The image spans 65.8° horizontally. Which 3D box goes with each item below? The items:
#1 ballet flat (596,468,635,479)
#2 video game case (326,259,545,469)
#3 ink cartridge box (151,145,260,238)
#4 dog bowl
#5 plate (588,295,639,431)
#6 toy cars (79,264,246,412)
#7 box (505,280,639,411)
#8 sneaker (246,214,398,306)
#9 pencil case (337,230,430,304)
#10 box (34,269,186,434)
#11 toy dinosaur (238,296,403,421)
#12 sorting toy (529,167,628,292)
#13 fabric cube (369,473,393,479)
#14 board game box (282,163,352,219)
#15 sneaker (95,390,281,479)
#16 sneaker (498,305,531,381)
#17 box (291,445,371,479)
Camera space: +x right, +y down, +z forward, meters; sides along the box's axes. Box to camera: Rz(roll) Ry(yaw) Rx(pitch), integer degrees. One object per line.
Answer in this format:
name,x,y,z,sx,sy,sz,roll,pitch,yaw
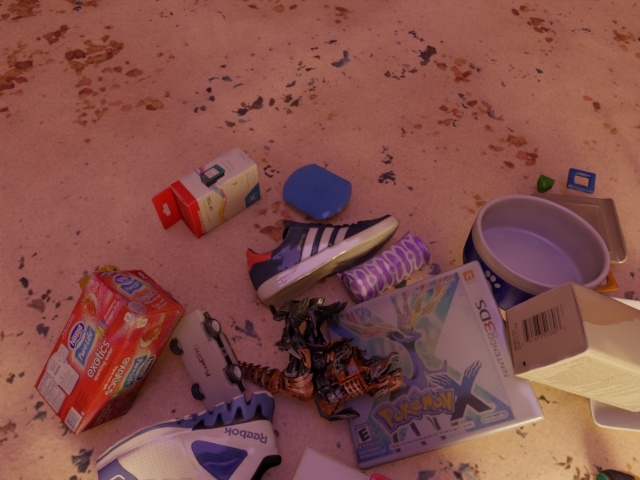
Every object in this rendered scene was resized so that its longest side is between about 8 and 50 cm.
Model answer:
ballet flat,0.528,0.489,0.821,0.074,0.074,0.203,0,55,-2
video game case,0.189,0.225,0.917,0.328,0.036,0.300,-23,57,15
ink cartridge box,-0.253,-0.098,1.129,0.231,0.134,0.078,-36,66,-21
dog bowl,0.433,0.030,1.012,0.264,0.104,0.265,4,45,-4
plate,0.655,0.251,0.989,0.277,0.045,0.278,8,59,3
toy cars,-0.301,0.182,0.972,0.393,0.087,0.177,23,101,13
box,0.485,0.190,0.841,0.310,0.148,0.121,21,53,-23
sneaker,0.000,0.000,1.076,0.349,0.131,0.148,-25,66,-16
pencil case,0.139,0.060,1.072,0.206,0.086,0.088,-27,50,-20
box,-0.371,0.190,0.875,0.128,0.122,0.257,36,103,19
toy dinosaur,-0.016,0.221,0.915,0.321,0.164,0.219,-4,78,-1
sorting toy,0.596,-0.024,1.163,0.195,0.047,0.348,4,57,6
fabric cube,0.150,0.512,0.657,0.253,0.258,0.259,16,57,21
board game box,-0.008,-0.112,1.208,0.168,0.033,0.133,30,66,22
sneaker,-0.201,0.390,0.826,0.315,0.128,0.182,-18,58,-14
sneaker,0.305,0.186,0.983,0.106,0.110,0.275,-5,46,-22
box,-0.015,0.469,0.769,0.126,0.149,0.233,22,60,11
